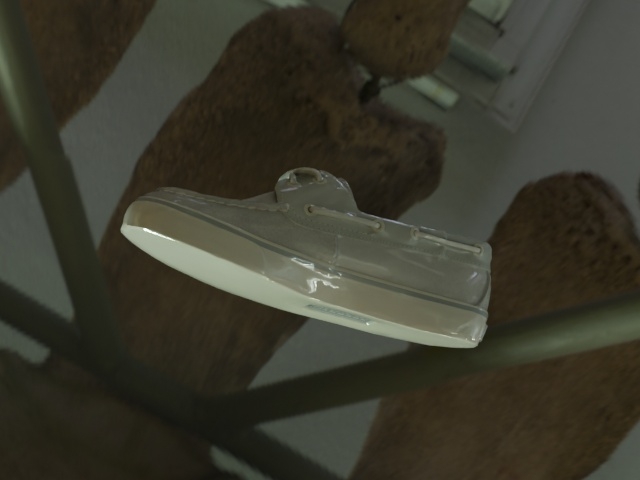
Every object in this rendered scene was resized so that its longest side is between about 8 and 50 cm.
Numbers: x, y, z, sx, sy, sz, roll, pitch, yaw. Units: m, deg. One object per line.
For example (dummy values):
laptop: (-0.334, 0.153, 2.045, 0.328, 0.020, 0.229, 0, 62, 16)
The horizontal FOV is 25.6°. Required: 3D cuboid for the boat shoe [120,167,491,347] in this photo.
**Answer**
boat shoe: (0.000, 0.000, 0.660, 0.184, 0.066, 0.063, 16, -103, -14)
